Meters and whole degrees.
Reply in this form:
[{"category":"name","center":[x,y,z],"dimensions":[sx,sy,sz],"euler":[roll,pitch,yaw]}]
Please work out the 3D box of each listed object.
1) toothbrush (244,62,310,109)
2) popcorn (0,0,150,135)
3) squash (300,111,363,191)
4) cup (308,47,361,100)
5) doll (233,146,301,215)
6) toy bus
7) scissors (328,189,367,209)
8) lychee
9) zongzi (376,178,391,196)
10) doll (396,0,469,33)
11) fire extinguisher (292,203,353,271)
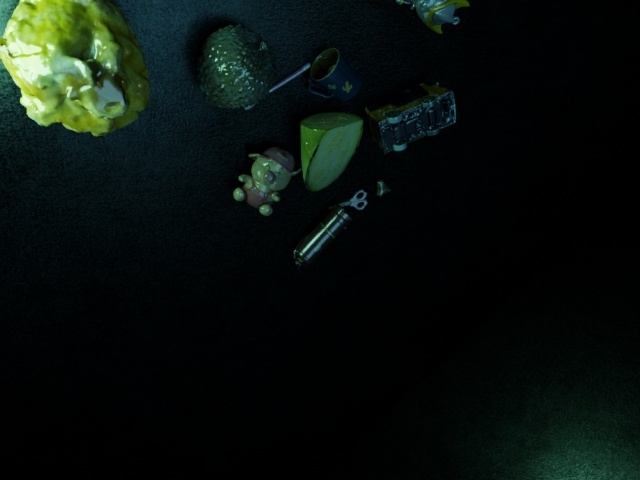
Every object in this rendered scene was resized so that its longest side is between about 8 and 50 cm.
[{"category":"toothbrush","center":[-0.155,-0.552,1.847],"dimensions":[0.286,0.020,0.025],"euler":[-34,139,-3]},{"category":"popcorn","center":[-0.664,-0.489,1.430],"dimensions":[0.343,0.354,0.391],"euler":[-16,87,6]},{"category":"squash","center":[0.028,-0.314,1.979],"dimensions":[0.233,0.210,0.309],"euler":[-25,126,-35]},{"category":"cup","center":[0.045,-0.585,1.875],"dimensions":[0.176,0.131,0.155],"euler":[-27,142,31]},{"category":"doll","center":[-0.204,-0.236,1.951],"dimensions":[0.196,0.152,0.256],"euler":[21,109,-39]},{"category":"toy bus","center":[0.352,-0.494,2.044],"dimensions":[0.323,0.194,0.162],"euler":[-25,129,-7]},{"category":"scissors","center":[0.121,-0.164,2.268],"dimensions":[0.188,0.015,0.100],"euler":[-15,126,-16]},{"category":"lychee","center":[-0.271,-0.550,1.656],"dimensions":[0.274,0.256,0.255],"euler":[-28,140,36]},{"category":"zongzi","center":[0.284,-0.243,2.286],"dimensions":[0.083,0.040,0.076],"euler":[-22,124,-28]},{"category":"doll","center":[0.398,-0.869,1.872],"dimensions":[0.316,0.103,0.146],"euler":[19,115,-30]},{"category":"fire extinguisher","center":[0.000,0.000,2.254],"dimensions":[0.341,0.105,0.141],"euler":[-47,134,10]}]
